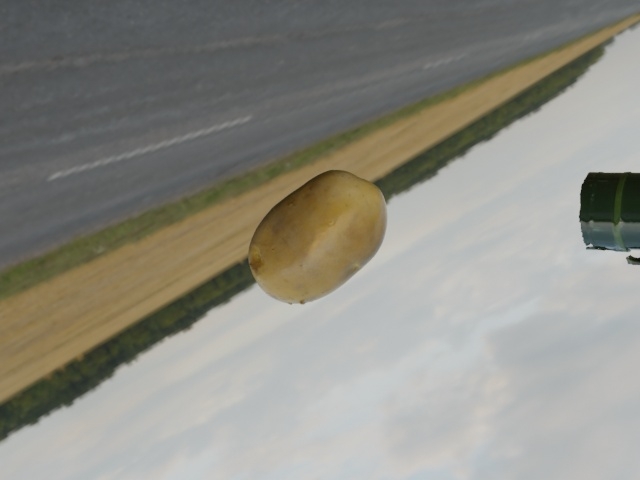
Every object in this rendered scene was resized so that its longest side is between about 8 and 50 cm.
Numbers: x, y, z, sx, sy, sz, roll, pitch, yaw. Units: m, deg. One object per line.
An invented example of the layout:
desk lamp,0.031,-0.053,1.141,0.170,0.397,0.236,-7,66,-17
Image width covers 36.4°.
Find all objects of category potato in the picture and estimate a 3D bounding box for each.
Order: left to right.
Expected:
potato,0.000,0.000,1.458,0.234,0.146,0.150,-39,145,18

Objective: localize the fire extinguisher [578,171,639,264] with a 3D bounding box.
fire extinguisher,0.434,-0.027,1.042,0.295,0.118,0.093,3,164,31
